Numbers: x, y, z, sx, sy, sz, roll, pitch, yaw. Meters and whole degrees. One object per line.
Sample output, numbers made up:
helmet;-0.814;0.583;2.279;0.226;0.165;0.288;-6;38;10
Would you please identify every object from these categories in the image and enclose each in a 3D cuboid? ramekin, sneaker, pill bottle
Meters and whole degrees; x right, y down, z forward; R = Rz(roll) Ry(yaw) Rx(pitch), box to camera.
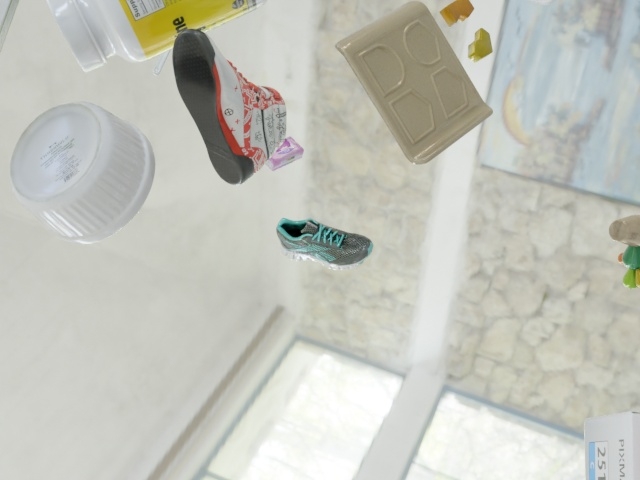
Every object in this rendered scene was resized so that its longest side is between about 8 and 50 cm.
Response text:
ramekin;-0.362;-0.109;1.350;0.109;0.207;0.207;46;-117;-58
sneaker;0.000;0.000;1.423;0.076;0.167;0.065;60;-138;-50
sneaker;-0.139;-0.236;1.458;0.145;0.090;0.270;-46;-49;-38
pill bottle;-0.270;-0.411;1.501;0.334;0.188;0.188;-26;-28;-5

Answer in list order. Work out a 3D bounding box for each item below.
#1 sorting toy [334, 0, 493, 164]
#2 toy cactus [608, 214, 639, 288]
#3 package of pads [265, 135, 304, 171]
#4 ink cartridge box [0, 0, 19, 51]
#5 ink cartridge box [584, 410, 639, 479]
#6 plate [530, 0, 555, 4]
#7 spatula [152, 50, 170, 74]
sorting toy;0.178;-0.273;1.457;0.307;0.229;0.041;-37;3;-36
toy cactus;0.524;-0.007;1.434;0.181;0.112;0.219;-2;-47;-40
package of pads;-0.080;-0.176;1.837;0.083;0.050;0.032;-29;-27;-33
ink cartridge box;-0.498;-0.307;1.269;0.062;0.109;0.209;126;155;-60
ink cartridge box;0.389;0.347;1.049;0.261;0.066;0.296;120;155;-73
plate;0.203;-0.409;0.957;0.045;0.278;0.277;9;-70;-51
spatula;-0.384;-0.481;2.041;0.019;0.168;0.242;121;168;-57
